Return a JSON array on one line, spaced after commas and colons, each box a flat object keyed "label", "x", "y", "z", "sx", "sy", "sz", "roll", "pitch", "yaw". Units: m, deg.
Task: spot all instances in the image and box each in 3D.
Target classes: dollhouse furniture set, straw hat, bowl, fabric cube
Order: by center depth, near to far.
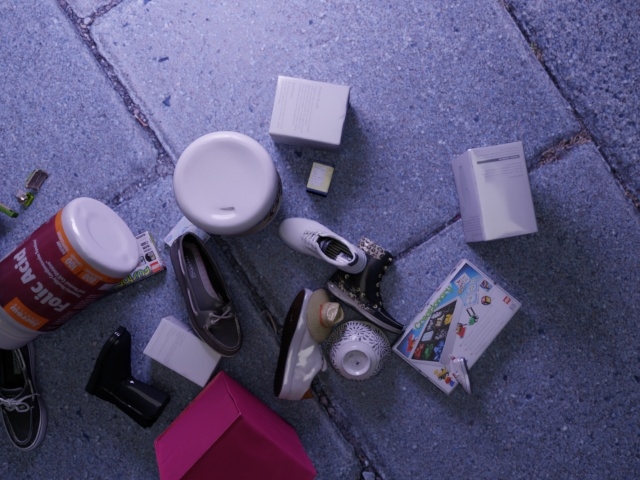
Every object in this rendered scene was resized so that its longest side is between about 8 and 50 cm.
[{"label": "fabric cube", "x": -0.212, "y": 0.521, "z": 1.653, "sx": 0.254, "sy": 0.259, "sz": 0.258, "roll": -47, "pitch": 111, "yaw": -2}, {"label": "straw hat", "x": 0.025, "y": 0.188, "z": 1.748, "sx": 0.061, "sy": 0.144, "sz": 0.144, "roll": -6, "pitch": 89, "yaw": 30}, {"label": "bowl", "x": 0.095, "y": 0.298, "z": 1.763, "sx": 0.170, "sy": 0.080, "sz": 0.170, "roll": 1, "pitch": 103, "yaw": 6}, {"label": "dollhouse furniture set", "x": -0.782, "y": -0.136, "z": 1.792, "sx": 0.059, "sy": 0.076, "sz": 0.151, "roll": 33, "pitch": 90, "yaw": 2}]

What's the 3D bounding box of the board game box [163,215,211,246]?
[{"label": "board game box", "x": -0.352, "y": -0.005, "z": 1.818, "sx": 0.090, "sy": 0.020, "sz": 0.090, "roll": 41, "pitch": 89, "yaw": -1}]

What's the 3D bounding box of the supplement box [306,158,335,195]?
[{"label": "supplement box", "x": 0.000, "y": -0.161, "z": 1.789, "sx": 0.056, "sy": 0.083, "sz": 0.083, "roll": 16, "pitch": 90, "yaw": 0}]

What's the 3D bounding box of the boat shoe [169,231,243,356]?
[{"label": "boat shoe", "x": -0.286, "y": 0.132, "z": 1.720, "sx": 0.112, "sy": 0.095, "sz": 0.335, "roll": -21, "pitch": 76, "yaw": -28}]

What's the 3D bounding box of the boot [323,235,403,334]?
[{"label": "boot", "x": 0.150, "y": 0.118, "z": 1.785, "sx": 0.236, "sy": 0.085, "sz": 0.178, "roll": 34, "pitch": 87, "yaw": 1}]

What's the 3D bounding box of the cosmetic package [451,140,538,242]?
[{"label": "cosmetic package", "x": 0.431, "y": -0.113, "z": 1.719, "sx": 0.138, "sy": 0.224, "sz": 0.224, "roll": -9, "pitch": 89, "yaw": 0}]

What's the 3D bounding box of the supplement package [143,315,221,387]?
[{"label": "supplement package", "x": -0.344, "y": 0.284, "z": 1.770, "sx": 0.179, "sy": 0.105, "sz": 0.105, "roll": 30, "pitch": 87, "yaw": 1}]

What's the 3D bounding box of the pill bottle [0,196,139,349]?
[{"label": "pill bottle", "x": -0.659, "y": 0.089, "z": 1.681, "sx": 0.392, "sy": 0.224, "sz": 0.224, "roll": -35, "pitch": 89, "yaw": 16}]

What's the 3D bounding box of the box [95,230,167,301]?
[{"label": "box", "x": -0.524, "y": 0.069, "z": 1.808, "sx": 0.207, "sy": 0.036, "sz": 0.114, "roll": -24, "pitch": 89, "yaw": -1}]

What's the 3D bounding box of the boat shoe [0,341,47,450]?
[{"label": "boat shoe", "x": -0.780, "y": 0.396, "z": 1.768, "sx": 0.113, "sy": 0.105, "sz": 0.306, "roll": -2, "pitch": 89, "yaw": 0}]

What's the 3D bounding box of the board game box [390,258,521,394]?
[{"label": "board game box", "x": 0.354, "y": 0.224, "z": 1.798, "sx": 0.193, "sy": 0.053, "sz": 0.305, "roll": 40, "pitch": 89, "yaw": -1}]

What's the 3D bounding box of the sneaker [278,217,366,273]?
[{"label": "sneaker", "x": 0.000, "y": 0.000, "z": 1.752, "sx": 0.258, "sy": 0.091, "sz": 0.094, "roll": 23, "pitch": 79, "yaw": 21}]

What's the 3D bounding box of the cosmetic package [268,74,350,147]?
[{"label": "cosmetic package", "x": -0.026, "y": -0.320, "z": 1.758, "sx": 0.184, "sy": 0.151, "sz": 0.151, "roll": 11, "pitch": 90, "yaw": 1}]

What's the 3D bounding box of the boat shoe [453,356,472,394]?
[{"label": "boat shoe", "x": 0.363, "y": 0.349, "z": 1.759, "sx": 0.035, "sy": 0.035, "sz": 0.100, "roll": -15, "pitch": 96, "yaw": 25}]

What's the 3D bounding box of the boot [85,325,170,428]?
[{"label": "boot", "x": -0.470, "y": 0.352, "z": 1.747, "sx": 0.207, "sy": 0.094, "sz": 0.246, "roll": 30, "pitch": 119, "yaw": 1}]

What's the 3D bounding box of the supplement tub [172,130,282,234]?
[{"label": "supplement tub", "x": -0.213, "y": -0.126, "z": 1.667, "sx": 0.236, "sy": 0.325, "sz": 0.235, "roll": 0, "pitch": 89, "yaw": 0}]

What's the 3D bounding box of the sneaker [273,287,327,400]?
[{"label": "sneaker", "x": -0.035, "y": 0.272, "z": 1.787, "sx": 0.123, "sy": 0.106, "sz": 0.289, "roll": 12, "pitch": 90, "yaw": -20}]
